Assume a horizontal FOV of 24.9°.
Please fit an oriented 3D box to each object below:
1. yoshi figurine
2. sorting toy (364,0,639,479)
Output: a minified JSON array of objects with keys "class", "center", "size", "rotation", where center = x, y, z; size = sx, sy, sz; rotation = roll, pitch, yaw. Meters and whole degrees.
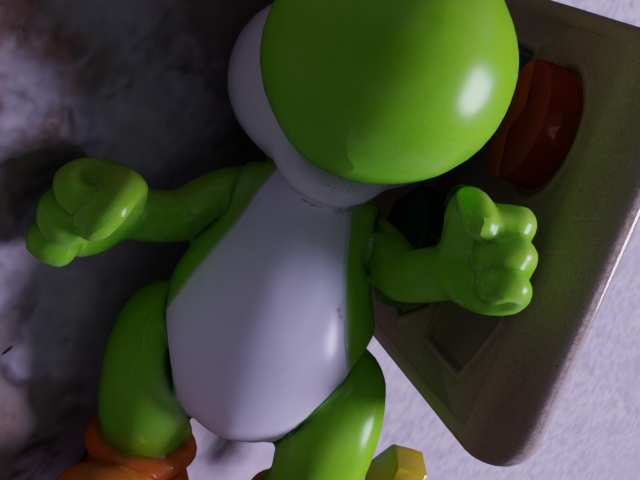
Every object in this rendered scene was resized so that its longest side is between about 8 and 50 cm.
[{"class":"yoshi figurine","center":[-0.009,0.002,0.671],"size":[0.203,0.203,0.362],"rotation":[9,103,-45]},{"class":"sorting toy","center":[0.064,0.021,0.753],"size":[0.041,0.229,0.307],"rotation":[18,101,-22]}]
